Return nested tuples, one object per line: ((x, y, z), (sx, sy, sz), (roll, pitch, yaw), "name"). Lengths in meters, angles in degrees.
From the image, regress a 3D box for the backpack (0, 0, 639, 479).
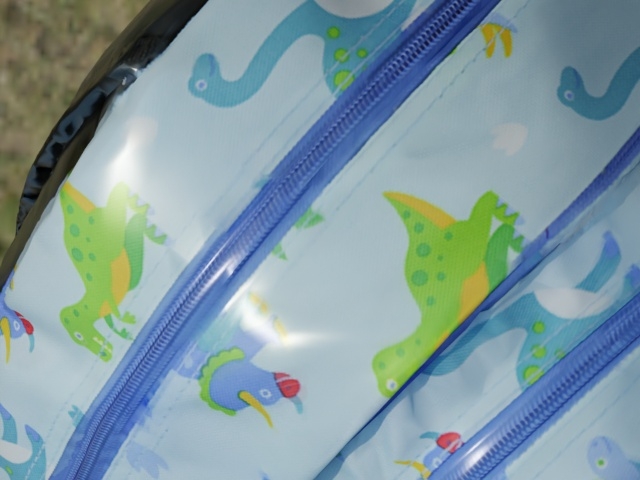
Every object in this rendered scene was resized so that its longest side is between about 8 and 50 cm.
((0.011, 0.016, 0.648), (0.273, 0.290, 0.355), (38, 146, 21), "backpack")
